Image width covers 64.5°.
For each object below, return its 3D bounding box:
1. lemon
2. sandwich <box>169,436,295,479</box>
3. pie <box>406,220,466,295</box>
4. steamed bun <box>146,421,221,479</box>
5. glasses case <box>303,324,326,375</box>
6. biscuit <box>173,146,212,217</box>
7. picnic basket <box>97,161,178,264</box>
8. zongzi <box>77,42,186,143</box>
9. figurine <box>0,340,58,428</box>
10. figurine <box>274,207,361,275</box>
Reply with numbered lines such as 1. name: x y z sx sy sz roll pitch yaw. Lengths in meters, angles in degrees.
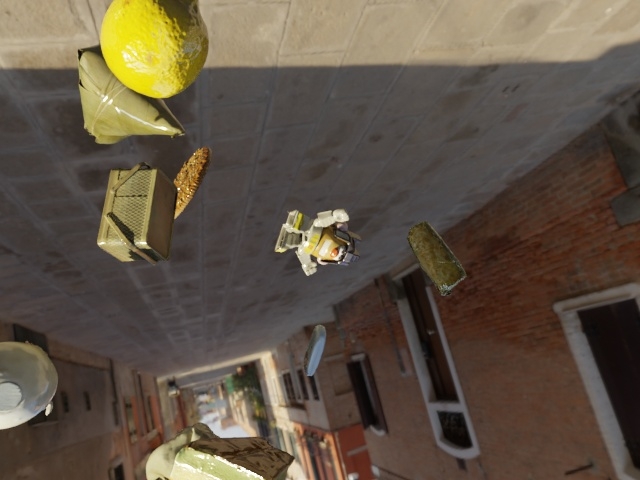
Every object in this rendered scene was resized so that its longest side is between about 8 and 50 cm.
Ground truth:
1. lemon: -0.369 -0.455 1.145 0.228 0.228 0.254 0 135 -45
2. sandwich: -0.186 0.501 1.116 0.219 0.108 0.186 15 179 17
3. pie: 0.401 0.059 1.784 0.128 0.283 0.068 -43 149 23
4. steamed bun: -0.333 0.690 1.379 0.255 0.368 0.343 -30 140 -17
5. glasses case: -0.018 0.350 1.612 0.045 0.067 0.179 10 115 -14
6. biscuit: -0.474 -0.199 1.768 0.038 0.305 0.305 31 142 -27
7. picnic basket: -0.512 -0.074 1.446 0.139 0.267 0.165 -1 160 7
8. zongzi: -0.604 -0.352 1.616 0.181 0.418 0.447 -43 174 -33
9. figurine: -0.830 0.376 1.312 0.275 0.227 0.394 -51 -158 -21
10. figurine: 0.001 -0.004 1.774 0.308 0.143 0.309 1 146 1
